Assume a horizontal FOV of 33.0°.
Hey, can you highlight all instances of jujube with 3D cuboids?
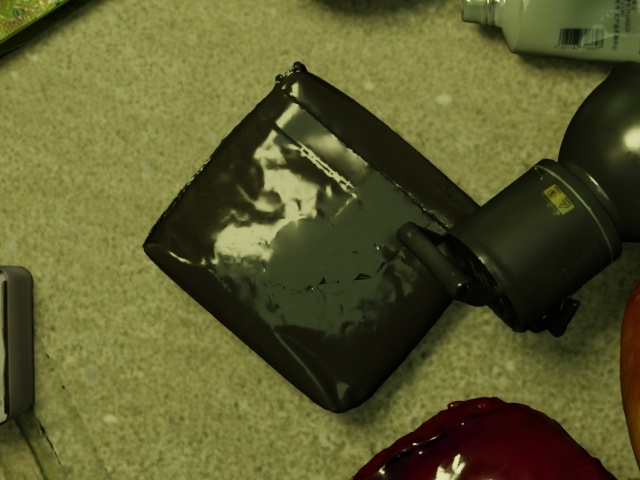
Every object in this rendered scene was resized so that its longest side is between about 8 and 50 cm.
[{"bbox_3d":[0.088,0.304,0.848,0.258,0.258,0.377,38,90,6],"label":"jujube"}]

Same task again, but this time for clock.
[{"bbox_3d":[-0.365,0.091,0.983,0.193,0.073,0.145,0,91,8],"label":"clock"}]

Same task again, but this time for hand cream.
[{"bbox_3d":[0.285,-0.192,0.891,0.340,0.078,0.124,2,91,1],"label":"hand cream"}]

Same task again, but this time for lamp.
[{"bbox_3d":[0.191,-0.009,0.844,0.227,0.172,0.147,-37,52,-3],"label":"lamp"}]

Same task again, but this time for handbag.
[{"bbox_3d":[0.000,0.000,0.922,0.247,0.080,0.223,41,96,5],"label":"handbag"}]

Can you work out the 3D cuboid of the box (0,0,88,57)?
[{"bbox_3d":[-0.248,-0.294,0.970,0.311,0.043,0.173,-30,87,8],"label":"box"}]

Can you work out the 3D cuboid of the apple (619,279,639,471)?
[{"bbox_3d":[0.363,0.128,0.772,0.288,0.288,0.317,-26,105,8],"label":"apple"}]
